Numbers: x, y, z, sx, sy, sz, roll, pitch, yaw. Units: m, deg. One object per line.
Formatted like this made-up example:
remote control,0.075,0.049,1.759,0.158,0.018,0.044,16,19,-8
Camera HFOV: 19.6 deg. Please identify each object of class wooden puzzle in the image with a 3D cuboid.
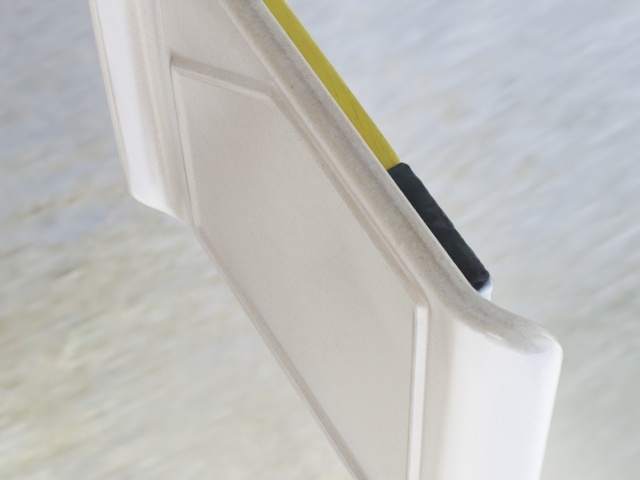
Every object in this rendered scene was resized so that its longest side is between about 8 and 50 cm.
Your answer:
wooden puzzle,0.000,0.000,0.651,0.044,0.239,0.221,-31,153,-16
